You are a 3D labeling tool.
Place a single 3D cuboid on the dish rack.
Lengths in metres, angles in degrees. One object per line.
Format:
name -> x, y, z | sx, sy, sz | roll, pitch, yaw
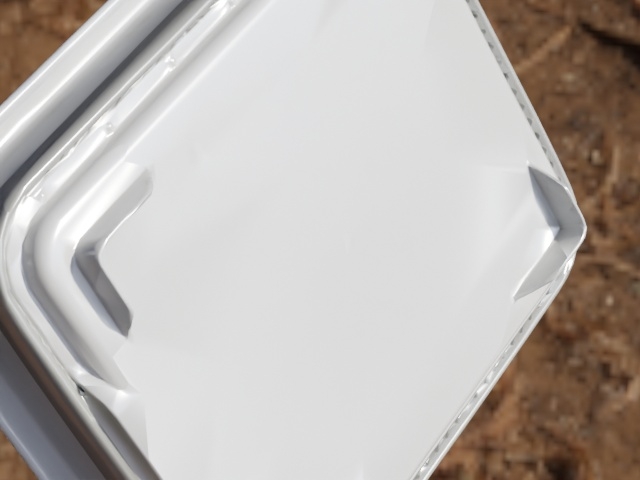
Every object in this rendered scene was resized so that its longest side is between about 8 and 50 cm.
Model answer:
dish rack -> 0.000, 0.000, 0.841 | 0.072, 0.285, 0.333 | 2, 42, 45
